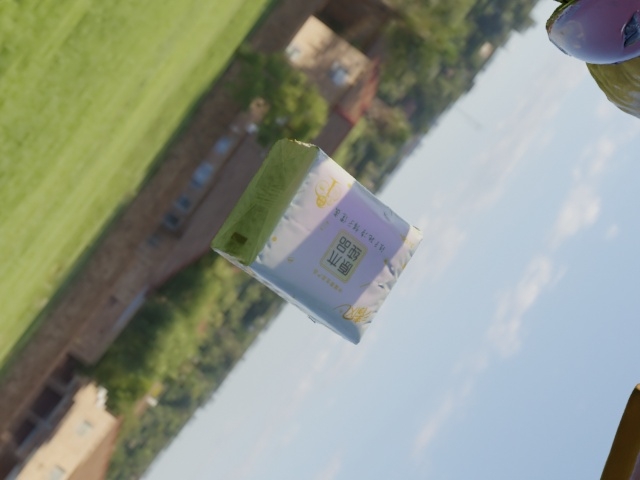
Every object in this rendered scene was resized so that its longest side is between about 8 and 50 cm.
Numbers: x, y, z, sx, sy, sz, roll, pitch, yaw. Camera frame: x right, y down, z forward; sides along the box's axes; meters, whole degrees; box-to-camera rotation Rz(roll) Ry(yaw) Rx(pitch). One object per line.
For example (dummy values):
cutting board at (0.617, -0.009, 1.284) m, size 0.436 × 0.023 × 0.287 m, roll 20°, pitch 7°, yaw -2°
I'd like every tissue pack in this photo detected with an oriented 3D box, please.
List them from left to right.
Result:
tissue pack at (0.000, 0.000, 1.806) m, size 0.185 × 0.225 × 0.124 m, roll -57°, pitch -144°, yaw -6°

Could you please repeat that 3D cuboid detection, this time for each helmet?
helmet at (0.392, -0.306, 1.741) m, size 0.198 × 0.154 × 0.253 m, roll -49°, pitch -170°, yaw 4°

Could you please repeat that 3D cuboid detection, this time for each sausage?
sausage at (0.259, 0.181, 1.118) m, size 0.039 × 0.041 × 0.131 m, roll 2°, pitch 110°, yaw -46°

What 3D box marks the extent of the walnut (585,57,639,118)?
walnut at (0.498, -0.297, 1.995) m, size 0.225 × 0.261 × 0.225 m, roll -17°, pitch 149°, yaw -10°
